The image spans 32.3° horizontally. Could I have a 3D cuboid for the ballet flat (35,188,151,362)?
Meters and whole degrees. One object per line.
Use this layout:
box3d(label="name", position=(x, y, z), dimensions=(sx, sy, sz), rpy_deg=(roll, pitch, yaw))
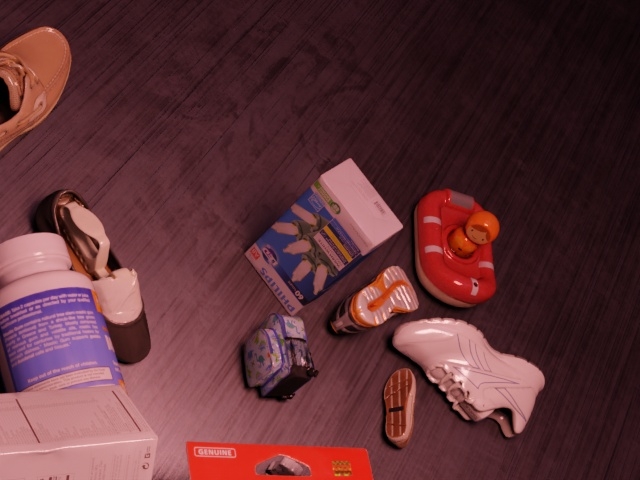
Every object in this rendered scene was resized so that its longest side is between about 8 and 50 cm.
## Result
box3d(label="ballet flat", position=(-0.323, 0.046, 1.591), dimensions=(0.095, 0.096, 0.280), rpy_deg=(-27, 80, -42))

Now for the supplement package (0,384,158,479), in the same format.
box3d(label="supplement package", position=(-0.334, 0.264, 1.285), dimensions=(0.244, 0.133, 0.139), rpy_deg=(0, 21, -30))

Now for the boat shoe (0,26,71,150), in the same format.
box3d(label="boat shoe", position=(-0.465, -0.218, 1.645), dimensions=(0.122, 0.110, 0.341), rpy_deg=(35, 50, -11))

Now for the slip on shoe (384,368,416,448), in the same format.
box3d(label="slip on shoe", position=(0.132, 0.272, 1.790), dimensions=(0.041, 0.052, 0.135), rpy_deg=(61, 24, -44))

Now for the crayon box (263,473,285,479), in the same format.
box3d(label="crayon box", position=(0.024, 0.523, 1.415), dimensions=(0.313, 0.106, 0.362), rpy_deg=(22, 46, -10))

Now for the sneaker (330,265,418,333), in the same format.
box3d(label="sneaker", position=(0.091, 0.102, 1.839), dimensions=(0.215, 0.083, 0.084), rpy_deg=(-16, 77, -57))

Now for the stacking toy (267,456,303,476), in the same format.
box3d(label="stacking toy", position=(-0.027, 0.439, 1.586), dimensions=(0.221, 0.052, 0.167), rpy_deg=(42, 51, -7))

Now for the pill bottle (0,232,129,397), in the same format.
box3d(label="pill bottle", position=(-0.360, 0.133, 1.480), dimensions=(0.152, 0.152, 0.272), rpy_deg=(-7, 68, -35))

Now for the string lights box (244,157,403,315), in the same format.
box3d(label="string lights box", position=(0.000, 0.000, 1.717), dimensions=(0.077, 0.260, 0.133), rpy_deg=(-33, 83, -41))

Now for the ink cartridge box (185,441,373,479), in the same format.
box3d(label="ink cartridge box", position=(-0.026, 0.356, 1.414), dimensions=(0.275, 0.060, 0.238), rpy_deg=(7, 50, -23))

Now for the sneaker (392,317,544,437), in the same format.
box3d(label="sneaker", position=(0.248, 0.226, 1.849), dimensions=(0.297, 0.111, 0.129), rpy_deg=(28, 58, -15))

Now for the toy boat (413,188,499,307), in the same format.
box3d(label="toy boat", position=(0.259, 0.000, 1.954), dimensions=(0.151, 0.151, 0.231), rpy_deg=(15, 56, -24))

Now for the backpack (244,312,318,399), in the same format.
box3d(label="backpack", position=(-0.065, 0.170, 1.679), dimensions=(0.084, 0.105, 0.114), rpy_deg=(11, 53, -28))
